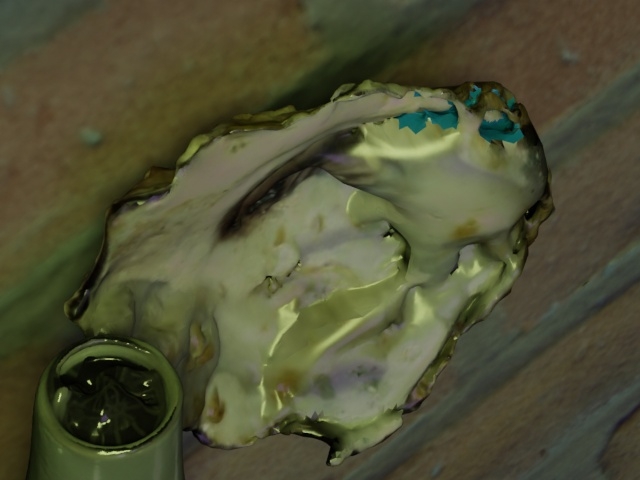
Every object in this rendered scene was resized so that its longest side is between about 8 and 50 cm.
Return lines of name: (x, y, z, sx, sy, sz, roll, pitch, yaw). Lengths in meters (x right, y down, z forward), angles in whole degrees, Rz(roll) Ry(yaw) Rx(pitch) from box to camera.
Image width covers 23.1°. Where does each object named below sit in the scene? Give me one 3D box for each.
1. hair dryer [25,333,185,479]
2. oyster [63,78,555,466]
hair dryer: (-0.139, 0.166, 0.652, 0.298, 0.119, 0.296, -23, 146, -49)
oyster: (0.000, 0.000, 0.696, 0.214, 0.083, 0.223, -47, 138, 1)
